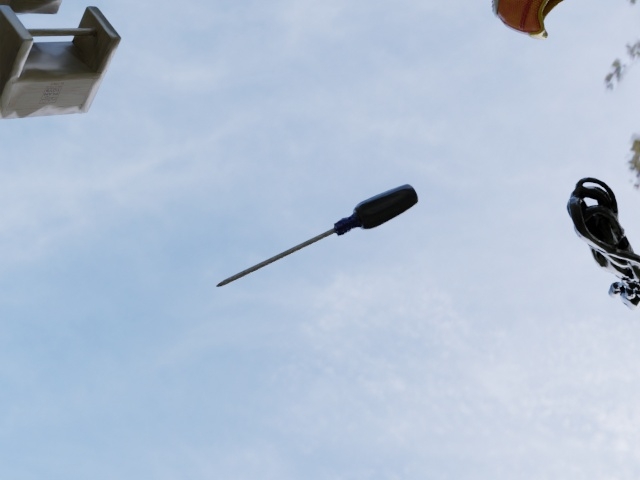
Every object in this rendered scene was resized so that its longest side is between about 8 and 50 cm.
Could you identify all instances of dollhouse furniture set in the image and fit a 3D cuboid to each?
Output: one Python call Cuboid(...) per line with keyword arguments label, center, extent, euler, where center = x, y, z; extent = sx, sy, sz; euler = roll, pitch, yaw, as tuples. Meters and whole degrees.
Cuboid(label="dollhouse furniture set", center=(-0.270, -0.135, 0.668), extent=(0.129, 0.184, 0.129), euler=(52, -52, 21))

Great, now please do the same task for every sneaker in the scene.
Cuboid(label="sneaker", center=(0.213, -0.240, 0.763), extent=(0.067, 0.064, 0.175), euler=(38, -78, 17))

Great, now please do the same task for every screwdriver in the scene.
Cuboid(label="screwdriver", center=(0.000, 0.000, 0.709), extent=(0.025, 0.170, 0.024), euler=(44, -23, 48))

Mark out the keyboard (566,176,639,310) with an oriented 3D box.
Cuboid(label="keyboard", center=(0.204, 0.016, 0.402), extent=(0.202, 0.317, 0.033), euler=(12, -102, 33))
